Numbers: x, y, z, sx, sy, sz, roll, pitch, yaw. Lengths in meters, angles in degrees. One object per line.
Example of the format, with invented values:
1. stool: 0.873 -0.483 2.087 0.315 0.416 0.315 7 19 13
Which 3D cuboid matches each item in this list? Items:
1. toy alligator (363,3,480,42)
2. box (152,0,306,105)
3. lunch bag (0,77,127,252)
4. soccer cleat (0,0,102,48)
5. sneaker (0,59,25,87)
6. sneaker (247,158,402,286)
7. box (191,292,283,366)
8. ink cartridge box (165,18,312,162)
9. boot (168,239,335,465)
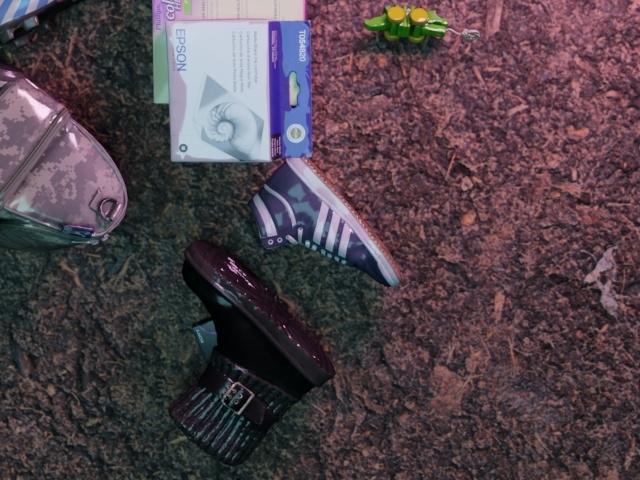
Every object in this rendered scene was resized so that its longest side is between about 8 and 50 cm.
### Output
1. toy alligator: 0.166 -0.358 1.782 0.189 0.056 0.051 5 62 0
2. box: -0.144 -0.330 1.761 0.243 0.117 0.214 0 103 1
3. lunch bag: -0.451 -0.091 1.721 0.256 0.305 0.212 36 71 -18
4. soccer cleat: -0.412 -0.437 1.746 0.331 0.116 0.143 -27 90 4
5. sneaker: -0.576 -0.334 1.788 0.222 0.083 0.118 23 102 -3
6. sneaker: 0.000 0.000 1.837 0.153 0.099 0.282 -41 92 4
7. box: -0.132 0.174 1.916 0.162 0.029 0.116 -20 101 7
8. ink cartridge box: -0.125 -0.232 1.698 0.224 0.045 0.223 -1 102 1
9. boot: -0.173 0.197 1.840 0.260 0.131 0.348 -40 100 10
